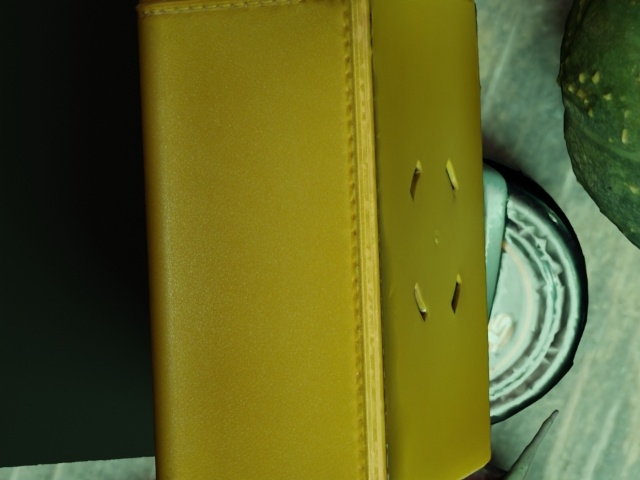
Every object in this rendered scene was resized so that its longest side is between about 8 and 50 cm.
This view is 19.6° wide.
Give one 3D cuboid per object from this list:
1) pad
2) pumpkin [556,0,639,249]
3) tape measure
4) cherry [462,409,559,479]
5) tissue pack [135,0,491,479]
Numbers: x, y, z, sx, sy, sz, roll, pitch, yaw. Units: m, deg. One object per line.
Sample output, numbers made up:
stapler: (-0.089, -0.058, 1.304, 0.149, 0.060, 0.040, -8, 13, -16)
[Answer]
pad: (-0.192, -0.045, 1.160, 0.315, 0.063, 0.375, -5, 101, 13)
pumpkin: (0.303, -0.100, 1.068, 0.328, 0.257, 0.291, 7, 116, -13)
tape measure: (0.075, 0.031, 1.160, 0.181, 0.107, 0.182, 30, 101, -8)
cherry: (0.060, 0.230, 1.160, 0.213, 0.183, 0.266, 4, 119, -50)
tissue pack: (0.000, 0.000, 1.016, 0.145, 0.194, 0.274, -1, 92, 23)
